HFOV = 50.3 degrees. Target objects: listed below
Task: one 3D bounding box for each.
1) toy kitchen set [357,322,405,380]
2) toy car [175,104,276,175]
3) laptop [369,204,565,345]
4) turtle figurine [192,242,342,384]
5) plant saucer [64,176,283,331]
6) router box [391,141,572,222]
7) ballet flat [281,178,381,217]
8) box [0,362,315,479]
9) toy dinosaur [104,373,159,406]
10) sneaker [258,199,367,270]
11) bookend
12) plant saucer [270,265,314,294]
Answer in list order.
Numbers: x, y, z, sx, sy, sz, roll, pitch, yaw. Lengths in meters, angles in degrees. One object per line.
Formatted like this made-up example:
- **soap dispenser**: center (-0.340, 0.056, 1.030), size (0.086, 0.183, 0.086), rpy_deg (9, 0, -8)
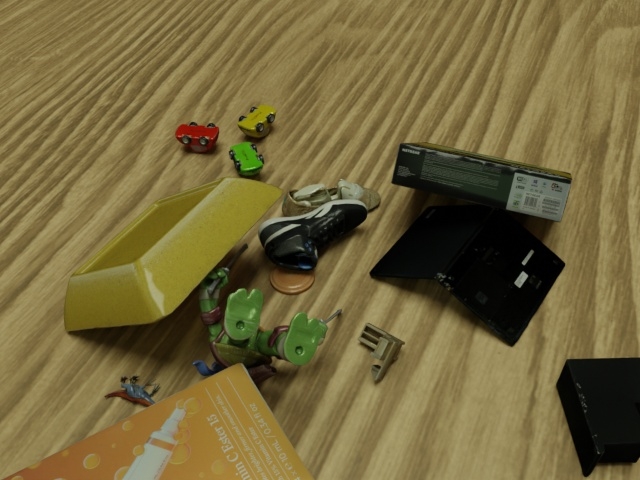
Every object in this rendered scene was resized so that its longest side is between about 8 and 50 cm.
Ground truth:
- **toy kitchen set**: center (0.081, 0.179, 1.107), size (0.075, 0.083, 0.068), rpy_deg (26, 93, 27)
- **toy car**: center (-0.185, -0.207, 1.520), size (0.239, 0.053, 0.225), rpy_deg (-18, 47, -14)
- **laptop**: center (0.272, 0.053, 1.263), size (0.264, 0.136, 0.234), rpy_deg (41, 56, 5)
- **turtle figurine**: center (-0.084, 0.101, 1.040), size (0.275, 0.266, 0.197), rpy_deg (-33, 93, -19)
- **plant saucer**: center (-0.271, 0.007, 1.161), size (0.333, 0.081, 0.333), rpy_deg (-10, 31, 45)
- **router box**: center (0.315, -0.120, 1.305), size (0.309, 0.081, 0.243), rpy_deg (15, 13, 16)
- **ballet flat**: center (0.024, -0.086, 1.376), size (0.206, 0.067, 0.073), rpy_deg (-11, 45, -9)
- **box**: center (-0.199, 0.349, 0.869), size (0.345, 0.168, 0.215), rpy_deg (-24, 49, -21)
- **toy dinosaur**: center (-0.283, 0.248, 1.083), size (0.090, 0.047, 0.082), rpy_deg (-45, 62, 5)
- **sneaker**: center (0.000, 0.000, 1.278), size (0.217, 0.079, 0.121), rpy_deg (-16, 42, -8)
- **bookend**: center (0.451, 0.256, 1.004), size (0.157, 0.072, 0.156), rpy_deg (-2, 45, -1)
- **plant saucer**: center (-0.052, 0.065, 1.263), size (0.084, 0.013, 0.083), rpy_deg (-1, 45, 1)
